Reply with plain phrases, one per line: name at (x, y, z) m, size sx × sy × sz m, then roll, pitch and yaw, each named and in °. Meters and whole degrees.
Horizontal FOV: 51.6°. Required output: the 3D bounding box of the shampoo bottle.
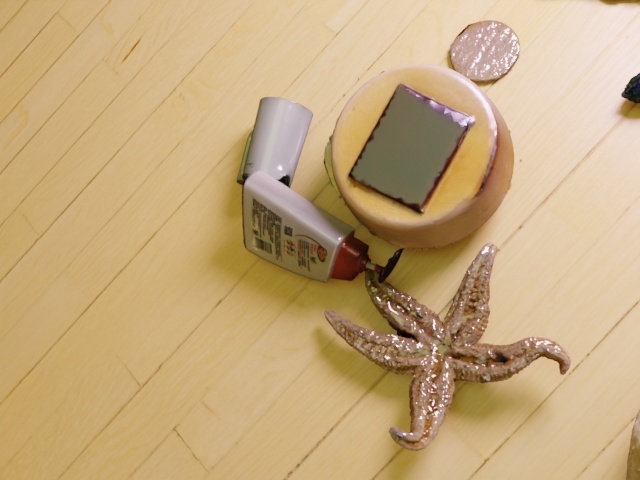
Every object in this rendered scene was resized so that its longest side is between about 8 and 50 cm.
shampoo bottle at (0.000, 0.000, 1.072) m, size 0.284 × 0.071 × 0.153 m, roll 22°, pitch 128°, yaw 24°

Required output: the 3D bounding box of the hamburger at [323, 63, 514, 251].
hamburger at (0.155, -0.133, 1.038) m, size 0.301 × 0.170 × 0.302 m, roll -2°, pitch 83°, yaw 15°

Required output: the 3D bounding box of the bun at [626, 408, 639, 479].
bun at (0.549, 0.289, 0.749) m, size 0.348 × 0.227 × 0.353 m, roll -34°, pitch 69°, yaw 6°

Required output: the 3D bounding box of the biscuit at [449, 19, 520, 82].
biscuit at (0.279, -0.323, 1.128) m, size 0.120 × 0.015 × 0.120 m, roll -5°, pitch 74°, yaw 18°

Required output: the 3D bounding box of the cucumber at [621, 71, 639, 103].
cucumber at (0.570, -0.271, 0.989) m, size 0.245 × 0.067 × 0.067 m, roll -34°, pitch 67°, yaw 10°

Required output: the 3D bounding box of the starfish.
starfish at (0.173, 0.159, 0.986) m, size 0.374 × 0.094 × 0.327 m, roll -3°, pitch 54°, yaw 22°

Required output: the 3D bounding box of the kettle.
kettle at (-0.090, -0.170, 1.174) m, size 0.126 × 0.098 × 0.148 m, roll 13°, pitch 83°, yaw 17°
